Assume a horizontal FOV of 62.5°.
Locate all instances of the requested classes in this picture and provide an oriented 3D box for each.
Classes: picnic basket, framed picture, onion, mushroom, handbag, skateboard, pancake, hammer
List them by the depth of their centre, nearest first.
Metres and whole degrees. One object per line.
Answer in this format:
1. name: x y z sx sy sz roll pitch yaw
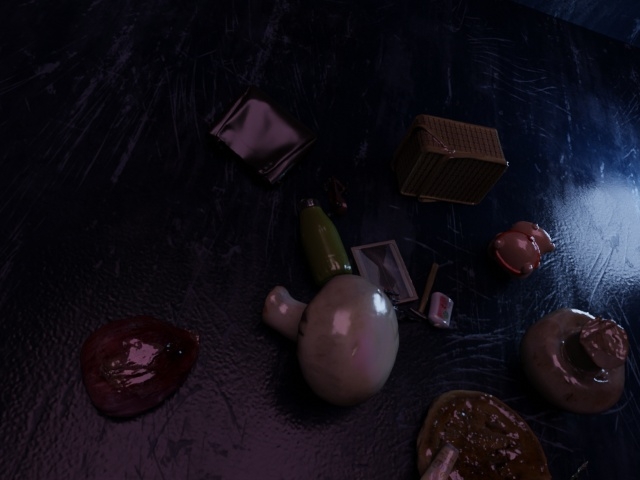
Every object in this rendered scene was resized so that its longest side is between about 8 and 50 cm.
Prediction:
1. onion: -0.400 0.260 1.208 0.283 0.120 0.227 -22 73 -28
2. mushroom: 0.049 0.210 1.274 0.315 0.315 0.356 -29 79 -30
3. pancake: 0.400 0.524 1.299 0.355 0.065 0.356 9 42 -8
4. mushroom: 0.712 0.311 1.427 0.297 0.290 0.298 8 58 -13
5. framed picture: 0.185 0.098 1.549 0.150 0.015 0.203 -10 63 -17
6. hammer: 0.316 0.144 1.572 0.062 0.013 0.199 27 55 0
7. handbag: -0.185 -0.318 1.638 0.285 0.113 0.257 40 62 0
8. skateboard: 0.056 -0.140 1.640 0.080 0.067 0.151 7 53 -24
9. picnic basket: 0.411 -0.250 1.719 0.312 0.228 0.175 7 55 -14

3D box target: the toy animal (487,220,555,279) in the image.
1. toy animal: 0.628 0.030 1.663 0.197 0.171 0.171 -30 72 -39

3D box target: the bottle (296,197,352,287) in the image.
1. bottle: 0.000 0.000 1.499 0.112 0.112 0.260 -9 63 -22

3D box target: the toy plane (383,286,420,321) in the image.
1. toy plane: 0.208 0.203 1.465 0.189 0.061 0.130 18 86 -18

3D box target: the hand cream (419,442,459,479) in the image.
1. hand cream: 0.269 0.531 1.211 0.061 0.039 0.143 30 60 21

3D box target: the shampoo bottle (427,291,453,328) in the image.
1. shampoo bottle: 0.344 0.207 1.519 0.072 0.043 0.099 34 53 -19

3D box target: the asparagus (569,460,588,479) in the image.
1. asparagus: 0.657 0.632 1.380 0.162 0.016 0.016 -31 47 -31
